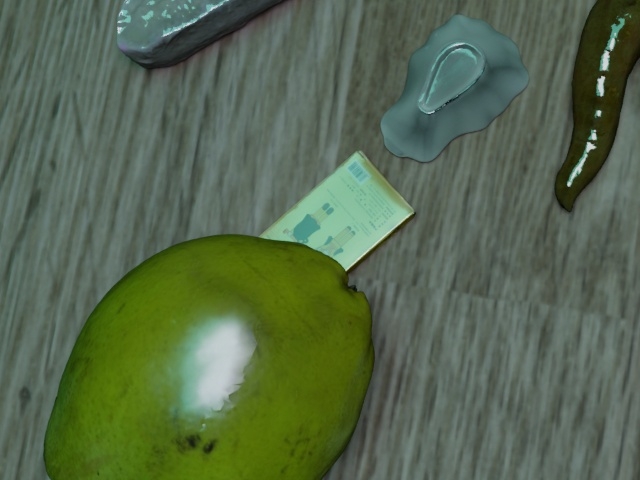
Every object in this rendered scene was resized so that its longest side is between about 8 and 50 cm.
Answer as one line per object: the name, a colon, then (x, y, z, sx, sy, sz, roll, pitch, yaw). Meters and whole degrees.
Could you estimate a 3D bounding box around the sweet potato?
sweet potato: (0.234, -0.145, 1.010, 0.069, 0.059, 0.249, 28, 89, 0)

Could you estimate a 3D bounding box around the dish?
dish: (0.104, -0.126, 1.032, 0.091, 0.039, 0.137, 42, 86, 13)

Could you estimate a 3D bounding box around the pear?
pear: (-0.082, 0.111, 0.929, 0.269, 0.212, 0.212, -36, 76, 1)

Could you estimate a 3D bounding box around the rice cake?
rice cake: (0.005, -0.261, 1.058, 0.399, 0.070, 0.064, -30, 76, 1)

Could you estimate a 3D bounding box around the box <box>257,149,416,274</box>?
box: (0.000, 0.000, 1.033, 0.149, 0.020, 0.073, -40, 77, -1)
